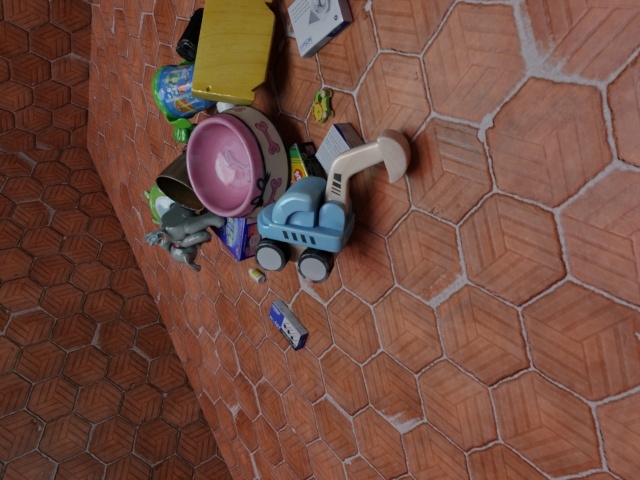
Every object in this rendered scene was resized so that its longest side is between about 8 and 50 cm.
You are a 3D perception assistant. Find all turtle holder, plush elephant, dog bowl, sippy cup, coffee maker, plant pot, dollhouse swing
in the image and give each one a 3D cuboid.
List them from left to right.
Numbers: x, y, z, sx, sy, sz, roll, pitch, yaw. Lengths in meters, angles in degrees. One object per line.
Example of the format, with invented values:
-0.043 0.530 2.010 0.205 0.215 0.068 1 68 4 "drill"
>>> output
-0.717 -0.159 2.292 0.227 0.243 0.321 1 95 34 "turtle holder"
-0.573 -0.012 1.967 0.271 0.330 0.256 36 152 30 "plush elephant"
-0.540 -0.636 1.905 0.223 0.240 0.306 -1 107 34 "sippy cup"
-0.514 -0.278 1.850 0.215 0.231 0.215 20 154 10 "plant pot"
-0.482 -0.816 1.788 0.171 0.120 0.179 -28 42 62 "coffee maker"
-0.305 -0.260 1.590 0.407 0.150 0.409 12 111 34 "dog bowl"
-0.300 -0.657 1.632 0.314 0.305 0.348 11 93 6 "dollhouse swing"

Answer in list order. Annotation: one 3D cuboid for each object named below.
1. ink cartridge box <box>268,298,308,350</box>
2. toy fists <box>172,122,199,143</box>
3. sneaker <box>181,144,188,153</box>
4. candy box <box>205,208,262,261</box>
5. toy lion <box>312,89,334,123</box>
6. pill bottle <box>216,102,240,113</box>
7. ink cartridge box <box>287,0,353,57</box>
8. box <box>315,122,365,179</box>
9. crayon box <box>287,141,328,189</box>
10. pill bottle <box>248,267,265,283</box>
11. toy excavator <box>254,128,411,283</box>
-0.136 0.349 1.888 0.207 0.046 0.097 44 133 34 "ink cartridge box"
-0.533 -0.459 1.988 0.279 0.142 0.096 25 122 32 "toy fists"
-0.526 -0.361 2.083 0.299 0.120 0.112 44 171 43 "sneaker"
-0.369 -0.115 1.956 0.317 0.122 0.268 43 134 33 "candy box"
0.003 -0.425 1.446 0.096 0.034 0.100 18 116 56 "toy lion"
-0.326 -0.413 1.772 0.146 0.146 0.264 -15 90 53 "pill bottle"
-0.015 -0.702 1.352 0.223 0.045 0.224 -16 89 53 "ink cartridge box"
0.065 -0.265 1.385 0.126 0.072 0.137 58 141 20 "box"
-0.104 -0.189 1.624 0.318 0.081 0.203 -30 79 53 "crayon box"
-0.283 0.154 2.006 0.083 0.043 0.044 37 129 39 "pill bottle"
0.021 -0.113 1.321 0.432 0.222 0.446 11 123 14 "toy excavator"
